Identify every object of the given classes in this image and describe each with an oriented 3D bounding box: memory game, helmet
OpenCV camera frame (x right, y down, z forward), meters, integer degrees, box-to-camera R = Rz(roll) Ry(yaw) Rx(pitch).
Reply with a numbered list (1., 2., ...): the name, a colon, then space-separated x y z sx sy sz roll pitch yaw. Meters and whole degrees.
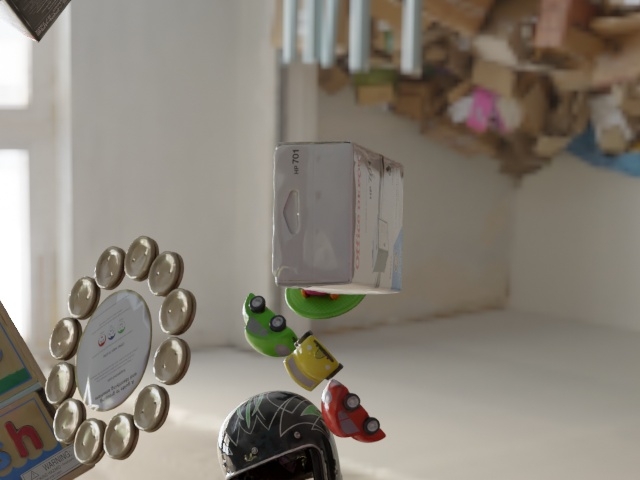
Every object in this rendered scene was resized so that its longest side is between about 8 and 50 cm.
1. memory game: -0.158 0.086 1.198 0.012 0.186 0.186 21 172 -41
2. helmet: -0.058 0.278 2.023 0.169 0.161 0.169 -25 -159 10

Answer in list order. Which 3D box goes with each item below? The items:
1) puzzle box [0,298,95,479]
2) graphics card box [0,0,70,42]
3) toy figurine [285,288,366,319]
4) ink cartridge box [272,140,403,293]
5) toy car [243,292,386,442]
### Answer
1. puzzle box: -0.531 0.277 1.960 0.409 0.272 0.052 -30 174 -21
2. graphics card box: -0.494 -0.425 2.090 0.233 0.094 0.371 36 173 12
3. toy figurine: 0.000 0.000 2.236 0.130 0.159 0.173 3 -136 23
4. ink cartridge box: 0.021 -0.019 1.515 0.082 0.139 0.191 0 176 16
5. toy car: -0.031 0.149 1.893 0.225 0.053 0.239 41 168 36
